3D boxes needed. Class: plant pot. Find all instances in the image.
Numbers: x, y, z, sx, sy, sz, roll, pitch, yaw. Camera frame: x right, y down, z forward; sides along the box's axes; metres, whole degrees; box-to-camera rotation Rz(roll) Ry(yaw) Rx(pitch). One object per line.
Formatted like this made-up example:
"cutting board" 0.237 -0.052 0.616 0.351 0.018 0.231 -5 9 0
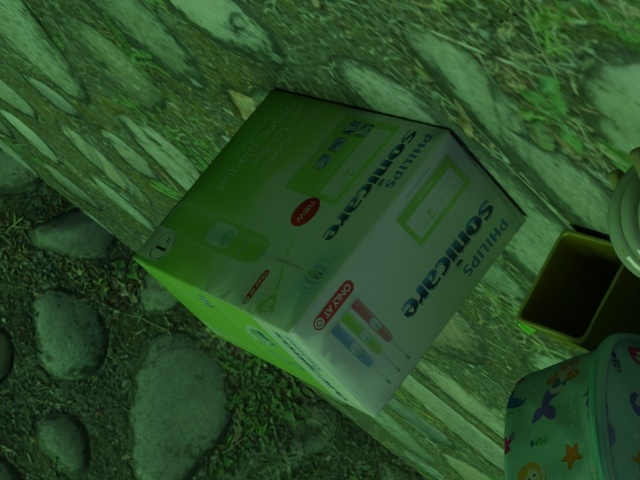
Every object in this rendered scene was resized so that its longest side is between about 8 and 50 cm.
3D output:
"plant pot" 0.217 0.051 1.248 0.083 0.081 0.081 32 174 -33

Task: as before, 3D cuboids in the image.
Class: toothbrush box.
"toothbrush box" 0.000 0.000 1.383 0.122 0.206 0.283 46 167 -32

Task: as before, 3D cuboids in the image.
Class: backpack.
"backpack" 0.251 0.181 1.154 0.253 0.225 0.191 23 142 -33

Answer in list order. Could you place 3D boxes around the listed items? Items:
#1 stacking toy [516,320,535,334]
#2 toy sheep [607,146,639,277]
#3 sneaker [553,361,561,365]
"stacking toy" 0.274 0.127 1.428 0.167 0.052 0.221 42 169 -19
"toy sheep" 0.213 -0.014 0.985 0.091 0.091 0.132 37 174 7
"sneaker" 0.234 0.152 1.380 0.076 0.065 0.166 36 175 -21
